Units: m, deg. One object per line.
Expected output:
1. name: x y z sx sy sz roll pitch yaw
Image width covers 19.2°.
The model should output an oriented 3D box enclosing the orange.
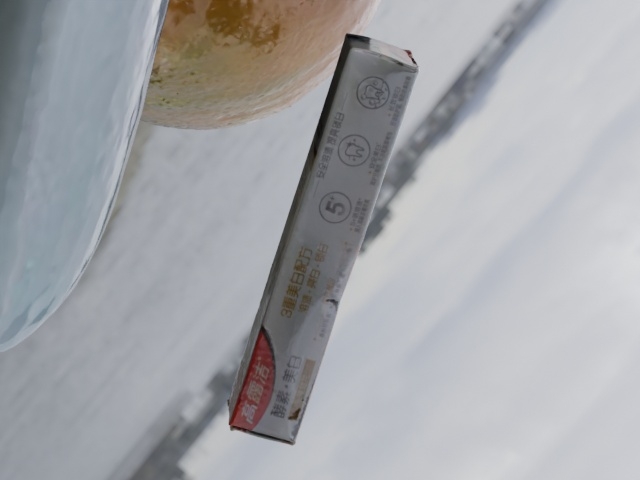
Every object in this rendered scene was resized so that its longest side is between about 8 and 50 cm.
1. orange: -0.077 -0.207 1.207 0.274 0.274 0.310 -51 166 -13

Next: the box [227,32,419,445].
1. box: 0.000 0.000 1.009 0.055 0.039 0.218 -104 -149 -76

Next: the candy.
1. candy: -0.091 -0.062 0.622 0.138 0.071 0.174 -94 -160 -71
